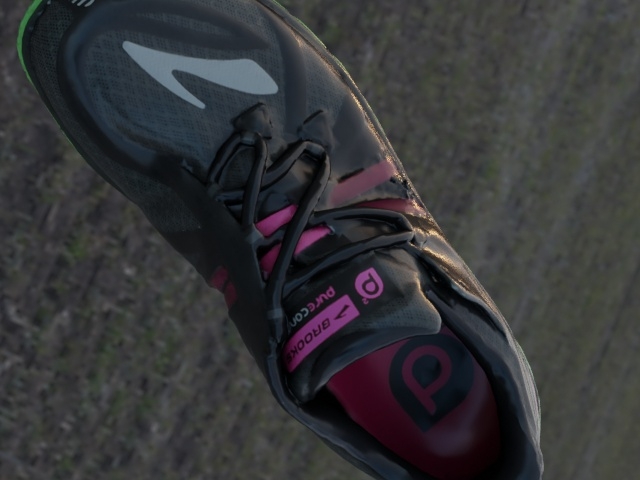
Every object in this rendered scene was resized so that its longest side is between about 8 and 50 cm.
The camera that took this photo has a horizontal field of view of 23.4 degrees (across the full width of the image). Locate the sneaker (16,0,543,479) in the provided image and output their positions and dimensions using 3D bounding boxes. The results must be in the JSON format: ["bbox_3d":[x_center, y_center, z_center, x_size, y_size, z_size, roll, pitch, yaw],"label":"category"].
[{"bbox_3d":[0.000,0.000,1.027,0.185,0.483,0.202,-43,-167,3],"label":"sneaker"}]
